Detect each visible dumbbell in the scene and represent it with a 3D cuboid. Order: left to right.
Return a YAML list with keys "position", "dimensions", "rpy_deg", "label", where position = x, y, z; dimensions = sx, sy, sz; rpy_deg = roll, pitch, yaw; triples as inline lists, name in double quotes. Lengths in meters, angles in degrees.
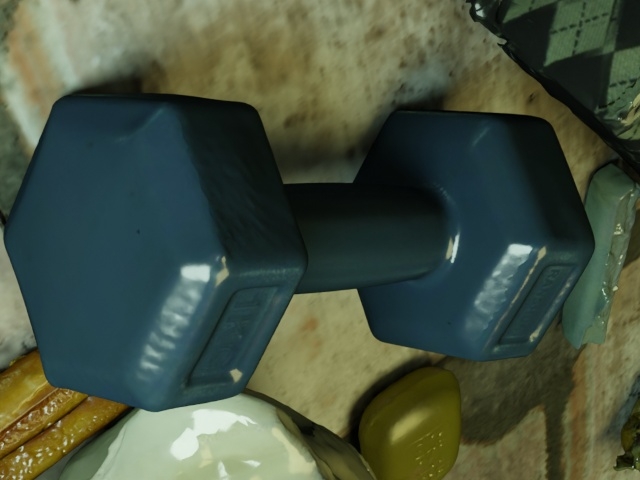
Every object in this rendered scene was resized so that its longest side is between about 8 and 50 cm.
- position: [0.000, -0.001, 0.765]
  dimensions: [0.316, 0.156, 0.144]
  rpy_deg: [-3, 158, -47]
  label: "dumbbell"

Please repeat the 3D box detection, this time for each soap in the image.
- position: [0.067, 0.150, 1.094]
  dimensions: [0.089, 0.045, 0.140]
  rpy_deg: [-29, 144, -19]
  label: "soap"

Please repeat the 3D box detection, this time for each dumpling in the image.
- position: [-0.076, 0.194, 0.848]
  dimensions: [0.243, 0.187, 0.318]
  rpy_deg: [-29, 161, -11]
  label: "dumpling"

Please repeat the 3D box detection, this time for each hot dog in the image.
- position: [-0.136, 0.079, 0.786]
  dimensions: [0.165, 0.045, 0.071]
  rpy_deg: [-37, 145, -13]
  label: "hot dog"

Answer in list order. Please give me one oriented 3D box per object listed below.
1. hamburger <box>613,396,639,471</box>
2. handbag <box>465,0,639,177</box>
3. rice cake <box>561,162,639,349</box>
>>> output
- position: [0.389, 0.158, 1.397]
  dimensions: [0.189, 0.122, 0.215]
  rpy_deg: [12, 115, -51]
  label: "hamburger"
- position: [0.293, -0.129, 0.923]
  dimensions: [0.316, 0.180, 0.416]
  rpy_deg: [-49, 150, 7]
  label: "handbag"
- position: [0.214, 0.018, 1.117]
  dimensions: [0.030, 0.042, 0.180]
  rpy_deg: [-26, 142, -24]
  label: "rice cake"
